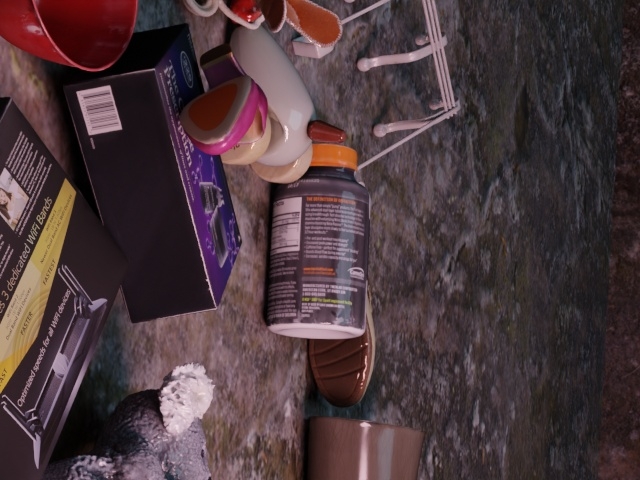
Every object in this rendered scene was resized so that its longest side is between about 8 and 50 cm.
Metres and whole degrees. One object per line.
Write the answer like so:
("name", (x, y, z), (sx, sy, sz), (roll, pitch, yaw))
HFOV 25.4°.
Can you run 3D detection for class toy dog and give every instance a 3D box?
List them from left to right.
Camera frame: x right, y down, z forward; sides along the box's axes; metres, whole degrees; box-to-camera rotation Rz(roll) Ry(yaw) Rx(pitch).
("toy dog", (-0.044, -0.228, 1.742), (0.220, 0.161, 0.334), (-36, 120, -61))

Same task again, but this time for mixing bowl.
("mixing bowl", (-0.263, -0.247, 1.353), (0.181, 0.098, 0.181), (-3, 90, -65))

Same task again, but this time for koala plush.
("koala plush", (-0.179, 0.231, 1.401), (0.203, 0.196, 0.221), (32, 44, -12))

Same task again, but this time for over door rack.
("over door rack", (0.074, -0.241, 2.082), (0.324, 0.108, 0.240), (-39, 124, -42))

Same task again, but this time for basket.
("basket", (0.052, 0.361, 1.922), (0.204, 0.154, 0.227), (27, 68, -64))

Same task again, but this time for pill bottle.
("pill bottle", (0.000, 0.000, 1.852), (0.130, 0.130, 0.246), (23, 67, -62))

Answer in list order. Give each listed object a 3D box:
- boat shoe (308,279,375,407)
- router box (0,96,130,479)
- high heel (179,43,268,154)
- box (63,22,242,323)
("boat shoe", (0.037, 0.099, 1.972), (0.095, 0.095, 0.258), (-2, 89, -71))
("router box", (-0.301, 0.066, 1.266), (0.243, 0.081, 0.309), (62, 36, -44))
("high heel", (-0.086, -0.111, 1.454), (0.244, 0.082, 0.117), (-109, 174, -65))
("box", (-0.168, -0.074, 1.488), (0.184, 0.103, 0.261), (-83, 161, -67))
